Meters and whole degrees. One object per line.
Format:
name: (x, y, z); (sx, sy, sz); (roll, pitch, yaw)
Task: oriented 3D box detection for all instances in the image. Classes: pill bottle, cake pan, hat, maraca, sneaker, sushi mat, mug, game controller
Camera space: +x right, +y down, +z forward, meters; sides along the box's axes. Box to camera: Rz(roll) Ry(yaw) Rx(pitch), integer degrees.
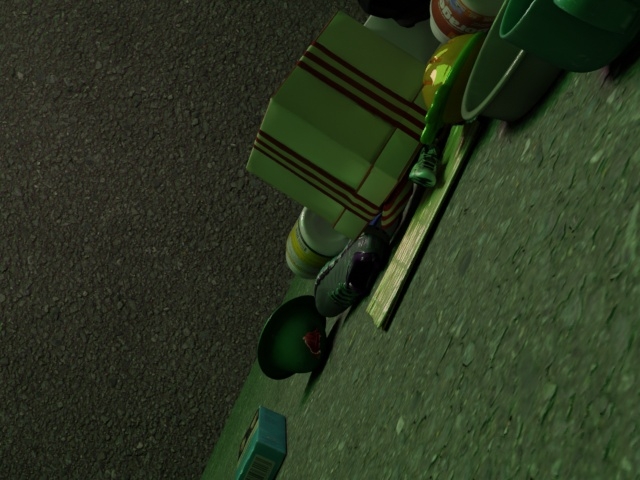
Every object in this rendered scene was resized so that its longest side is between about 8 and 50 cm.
pill bottle: (0.248, -0.391, 1.352); (0.216, 0.121, 0.121); (143, 153, -82)
pill bottle: (0.000, 0.000, 1.578); (0.208, 0.119, 0.119); (125, 169, -68)
cake pan: (0.254, -0.260, 0.948); (0.293, 0.054, 0.293); (-154, 90, -86)
hat: (0.000, 0.212, 1.524); (0.208, 0.183, 0.173); (-18, -60, -43)
maraca: (0.184, -0.208, 1.134); (0.185, 0.099, 0.127); (-55, -19, -29)
sneaker: (0.043, 0.074, 1.442); (0.098, 0.083, 0.223); (-77, 13, -51)
sushi mat: (0.143, -0.023, 1.182); (0.316, 0.019, 0.151); (-64, 5, 1)
mug: (0.220, -0.196, 0.683); (0.129, 0.097, 0.157); (123, 171, -59)
game controller: (0.212, -0.467, 1.466); (0.319, 0.166, 0.067); (-19, 66, 51)
sneaker: (0.153, -0.113, 1.174); (0.098, 0.038, 0.069); (-138, 73, -84)

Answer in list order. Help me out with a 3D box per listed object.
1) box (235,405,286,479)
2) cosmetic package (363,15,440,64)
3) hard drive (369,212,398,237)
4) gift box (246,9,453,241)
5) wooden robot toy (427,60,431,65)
box: (-0.113, 0.398, 1.577); (0.100, 0.060, 0.244); (-64, 4, 1)
cosmetic package: (0.227, -0.510, 1.750); (0.385, 0.156, 0.217); (-57, 2, -9)
hard drive: (0.108, -0.047, 1.616); (0.318, 0.040, 0.210); (-71, 7, -57)
gift box: (0.059, -0.171, 1.350); (0.255, 0.258, 0.276); (-57, -2, -23)
wooden robot toy: (0.212, -0.271, 1.385); (0.076, 0.079, 0.173); (-64, 4, 5)
